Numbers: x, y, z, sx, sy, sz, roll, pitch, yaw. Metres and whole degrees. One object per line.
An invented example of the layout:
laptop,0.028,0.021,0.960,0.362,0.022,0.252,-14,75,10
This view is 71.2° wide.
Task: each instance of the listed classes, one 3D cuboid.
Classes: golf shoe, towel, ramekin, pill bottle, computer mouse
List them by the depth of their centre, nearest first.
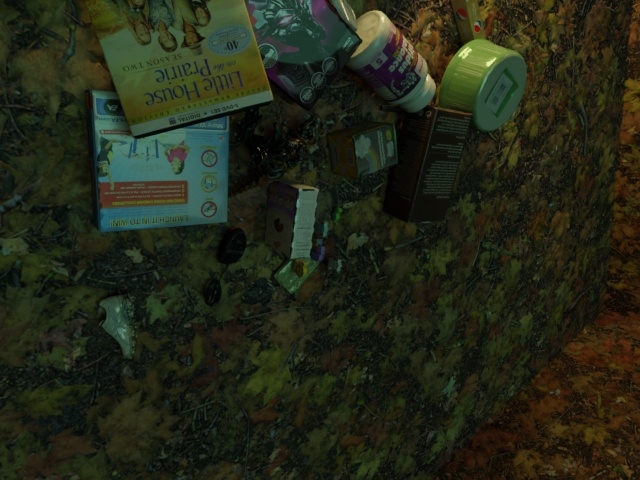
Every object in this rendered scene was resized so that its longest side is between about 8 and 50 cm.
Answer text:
golf shoe,-0.509,0.217,1.125,0.086,0.069,0.176,-3,105,-15
computer mouse,-0.274,0.074,1.259,0.071,0.041,0.242,15,102,-56
pill bottle,0.210,-0.513,1.326,0.302,0.169,0.169,27,89,-39
towel,-0.072,0.090,1.414,0.148,0.027,0.110,-50,128,-12
ramekin,0.573,-0.528,1.560,0.303,0.148,0.303,-22,131,-27

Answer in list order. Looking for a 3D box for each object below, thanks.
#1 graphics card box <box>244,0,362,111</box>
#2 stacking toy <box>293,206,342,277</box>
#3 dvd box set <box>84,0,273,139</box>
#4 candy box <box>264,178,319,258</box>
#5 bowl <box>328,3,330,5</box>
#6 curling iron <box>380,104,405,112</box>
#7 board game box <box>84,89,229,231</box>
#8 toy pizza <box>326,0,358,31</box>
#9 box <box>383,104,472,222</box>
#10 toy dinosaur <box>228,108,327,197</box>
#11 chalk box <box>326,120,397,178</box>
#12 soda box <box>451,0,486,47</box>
graphics card box,-0.102,-0.522,1.090,0.371,0.094,0.232,33,100,-35
stacking toy,0.000,0.000,1.396,0.167,0.052,0.221,-2,100,-45
dvd box set,-0.303,-0.452,0.915,0.308,0.062,0.420,-18,100,-11
candy box,-0.086,-0.065,1.262,0.070,0.165,0.196,-3,108,-34
bowl,-0.038,-0.587,1.191,0.142,0.053,0.142,-49,128,-13
curling iron,0.311,-0.431,1.513,0.274,0.035,0.068,-1,106,-36
board game box,-0.374,-0.186,1.058,0.308,0.086,0.301,-6,109,-35
toy pizza,0.035,-0.637,1.174,0.032,0.201,0.201,-26,132,24
box,0.361,-0.258,1.523,0.191,0.143,0.381,-4,112,-36
toy dinosaur,-0.122,-0.220,1.188,0.322,0.164,0.218,-59,158,-4
chalk box,0.147,-0.289,1.382,0.213,0.132,0.132,-24,117,-29
soda box,0.507,-0.755,1.530,0.058,0.061,0.181,-41,125,-18
